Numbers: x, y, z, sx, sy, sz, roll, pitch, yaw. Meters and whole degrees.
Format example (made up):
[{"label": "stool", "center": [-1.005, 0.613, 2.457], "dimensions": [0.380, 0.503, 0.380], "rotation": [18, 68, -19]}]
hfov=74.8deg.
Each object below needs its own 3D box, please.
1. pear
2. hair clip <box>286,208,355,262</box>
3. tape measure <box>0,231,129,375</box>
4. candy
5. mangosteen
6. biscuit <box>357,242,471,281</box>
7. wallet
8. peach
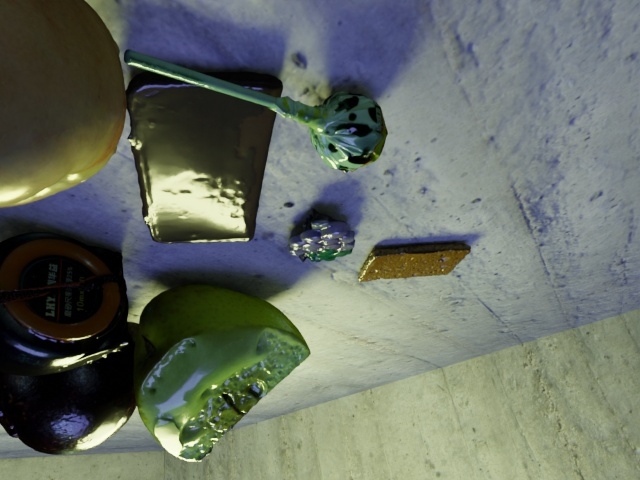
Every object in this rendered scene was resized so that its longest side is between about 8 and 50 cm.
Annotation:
[{"label": "pear", "center": [-0.242, 0.223, 0.849], "dimensions": [0.342, 0.239, 0.318], "rotation": [-42, 132, -7]}, {"label": "hair clip", "center": [0.001, -0.002, 0.757], "dimensions": [0.124, 0.052, 0.195], "rotation": [-3, 159, 5]}, {"label": "tape measure", "center": [-0.395, 0.092, 0.613], "dimensions": [0.135, 0.202, 0.223], "rotation": [-31, 150, 24]}, {"label": "candy", "center": [-0.043, -0.131, 0.431], "dimensions": [0.306, 0.083, 0.091], "rotation": [2, 120, -43]}, {"label": "mangosteen", "center": [-0.482, 0.272, 0.842], "dimensions": [0.289, 0.287, 0.288], "rotation": [-9, 150, -5]}, {"label": "biscuit", "center": [0.203, 0.047, 0.918], "dimensions": [0.231, 0.025, 0.131], "rotation": [-3, 150, -16]}, {"label": "wallet", "center": [-0.152, -0.087, 0.550], "dimensions": [0.166, 0.042, 0.309], "rotation": [-3, 149, -17]}, {"label": "peach", "center": [-0.256, -0.131, 0.293], "dimensions": [0.233, 0.232, 0.232], "rotation": [-9, 150, -5]}]
